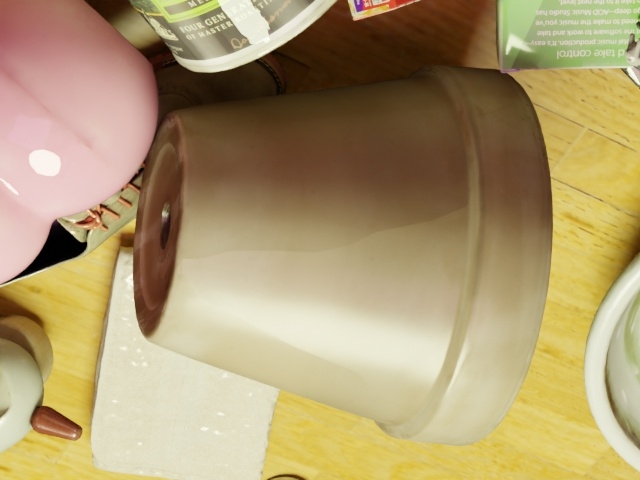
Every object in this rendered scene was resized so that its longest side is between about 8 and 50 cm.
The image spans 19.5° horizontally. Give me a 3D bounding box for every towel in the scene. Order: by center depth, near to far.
[{"bbox_3d":[-0.127,0.128,1.837,0.187,0.049,0.282,8,127,-9],"label":"towel"}]

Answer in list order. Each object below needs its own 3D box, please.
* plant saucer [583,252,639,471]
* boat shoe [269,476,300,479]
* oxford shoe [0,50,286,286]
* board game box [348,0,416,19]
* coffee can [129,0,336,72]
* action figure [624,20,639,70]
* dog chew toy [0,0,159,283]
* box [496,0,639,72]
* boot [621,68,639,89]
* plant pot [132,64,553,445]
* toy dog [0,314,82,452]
[{"bbox_3d":[0.446,0.084,1.775,0.400,0.100,0.400,-1,129,-1],"label":"plant saucer"},{"bbox_3d":[-0.093,0.341,1.983,0.079,0.081,0.227,34,120,-25],"label":"boat shoe"},{"bbox_3d":[-0.177,-0.052,1.638,0.348,0.130,0.123,-31,122,21],"label":"oxford shoe"},{"bbox_3d":[0.054,-0.276,1.405,0.045,0.146,0.194,-10,101,39],"label":"board game box"},{"bbox_3d":[-0.111,-0.293,1.402,0.201,0.201,0.275,-28,124,20],"label":"coffee can"},{"bbox_3d":[0.275,-0.204,1.357,0.141,0.164,0.276,10,111,-25],"label":"action figure"},{"bbox_3d":[-0.286,-0.056,1.501,0.332,0.206,0.206,-48,119,0],"label":"dog chew toy"},{"bbox_3d":[0.251,-0.287,1.430,0.232,0.058,0.322,0,118,3],"label":"box"},{"bbox_3d":[0.315,-0.212,1.548,0.178,0.085,0.236,-37,120,22],"label":"boot"},{"bbox_3d":[0.000,0.000,1.537,0.280,0.323,0.323,6,129,-16],"label":"plant pot"},{"bbox_3d":[-0.340,0.221,1.776,0.161,0.220,0.334,37,126,13],"label":"toy dog"}]
